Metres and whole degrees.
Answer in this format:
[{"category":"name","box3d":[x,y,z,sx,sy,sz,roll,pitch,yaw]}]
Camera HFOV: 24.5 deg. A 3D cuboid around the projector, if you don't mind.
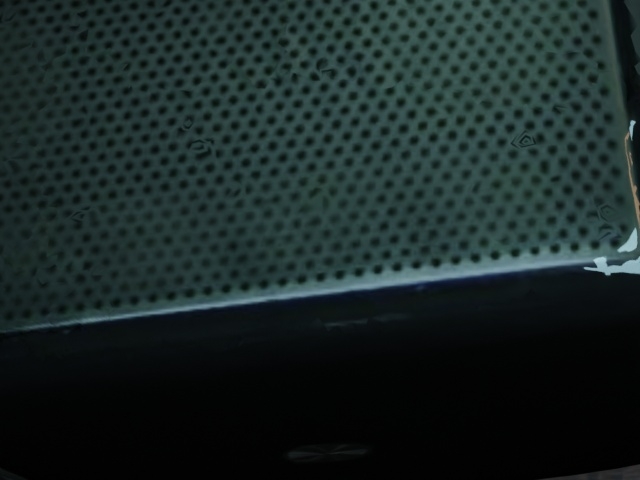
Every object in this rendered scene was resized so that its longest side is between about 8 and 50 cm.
[{"category":"projector","box3d":[0.000,0.000,0.812,0.395,0.405,0.242,58,26,-67]}]
